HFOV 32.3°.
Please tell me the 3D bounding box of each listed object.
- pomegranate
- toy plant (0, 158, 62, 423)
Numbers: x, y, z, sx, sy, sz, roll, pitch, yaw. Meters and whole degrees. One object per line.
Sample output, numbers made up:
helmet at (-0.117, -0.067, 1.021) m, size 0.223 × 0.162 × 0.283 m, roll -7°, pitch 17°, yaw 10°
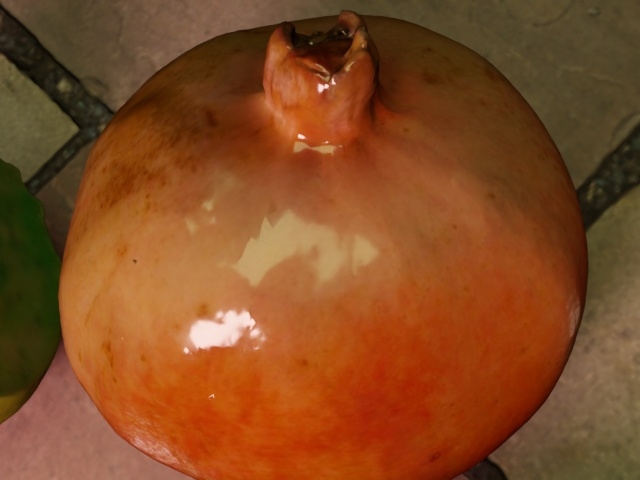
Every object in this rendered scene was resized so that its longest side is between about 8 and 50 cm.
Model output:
pomegranate at (0.000, 0.000, 0.532) m, size 0.252 × 0.270 × 0.229 m, roll -6°, pitch 58°, yaw 2°
toy plant at (-0.322, 0.064, 0.652) m, size 0.316 × 0.184 × 0.224 m, roll -19°, pitch 58°, yaw 22°
